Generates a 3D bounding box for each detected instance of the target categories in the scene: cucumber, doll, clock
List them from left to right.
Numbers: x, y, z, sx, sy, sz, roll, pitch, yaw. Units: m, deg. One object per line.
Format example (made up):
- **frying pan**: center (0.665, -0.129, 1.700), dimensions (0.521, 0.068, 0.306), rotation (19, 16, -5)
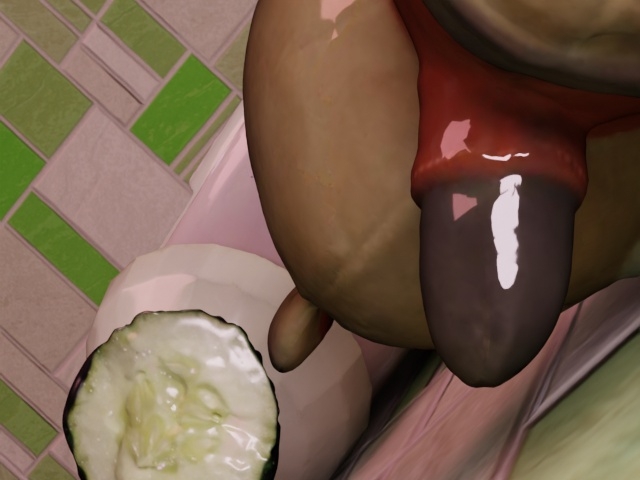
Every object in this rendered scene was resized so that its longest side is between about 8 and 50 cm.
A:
- **cucumber**: center (-0.057, 0.076, 0.610), dimensions (0.074, 0.074, 0.241), rotation (-47, -2, -12)
- **clock**: center (0.000, 0.000, 0.902), dimensions (0.326, 0.184, 0.342), rotation (-52, -4, -8)
- **doll**: center (0.067, -0.070, 0.435), dimensions (0.235, 0.174, 0.330), rotation (-59, 4, -17)
